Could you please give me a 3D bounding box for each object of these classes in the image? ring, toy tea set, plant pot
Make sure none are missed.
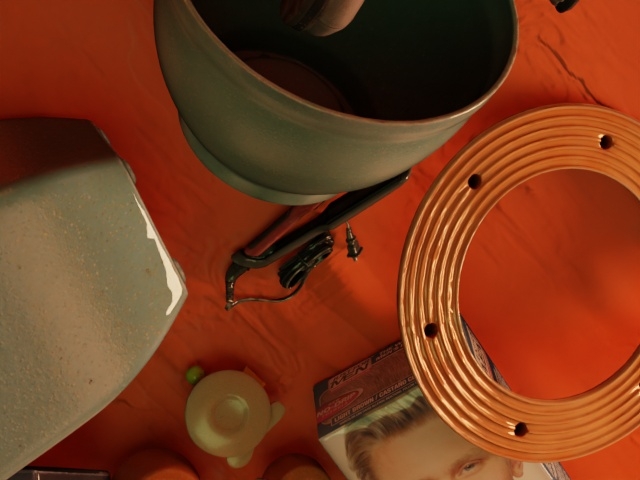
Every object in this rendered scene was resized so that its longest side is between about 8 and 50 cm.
[{"bbox_3d":[0.220,0.040,1.432,0.336,0.032,0.337,-4,101,-21],"label":"ring"},{"bbox_3d":[-0.063,0.287,1.560,0.200,0.124,0.336,-45,100,-12],"label":"toy tea set"},{"bbox_3d":[-0.010,-0.151,1.270,0.293,0.293,0.196,17,140,-11],"label":"plant pot"},{"bbox_3d":[-0.266,0.025,1.354,0.252,0.247,0.248,-28,116,-9],"label":"plant pot"}]

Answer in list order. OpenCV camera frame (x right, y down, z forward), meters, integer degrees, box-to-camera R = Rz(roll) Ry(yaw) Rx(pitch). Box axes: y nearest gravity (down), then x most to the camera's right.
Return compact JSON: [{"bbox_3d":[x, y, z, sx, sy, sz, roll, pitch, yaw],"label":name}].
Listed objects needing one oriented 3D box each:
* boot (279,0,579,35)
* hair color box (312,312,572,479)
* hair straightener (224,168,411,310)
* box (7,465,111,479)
[{"bbox_3d":[0.121,-0.245,1.198,0.222,0.338,0.118,36,151,-15],"label":"boot"},{"bbox_3d":[0.154,0.257,1.556,0.174,0.105,0.347,-30,113,11],"label":"hair color box"},{"bbox_3d":[0.000,0.000,1.452,0.230,0.047,0.089,-42,111,17],"label":"hair straightener"},{"bbox_3d":[-0.366,0.356,1.430,0.296,0.183,0.294,-2,79,15],"label":"box"}]
